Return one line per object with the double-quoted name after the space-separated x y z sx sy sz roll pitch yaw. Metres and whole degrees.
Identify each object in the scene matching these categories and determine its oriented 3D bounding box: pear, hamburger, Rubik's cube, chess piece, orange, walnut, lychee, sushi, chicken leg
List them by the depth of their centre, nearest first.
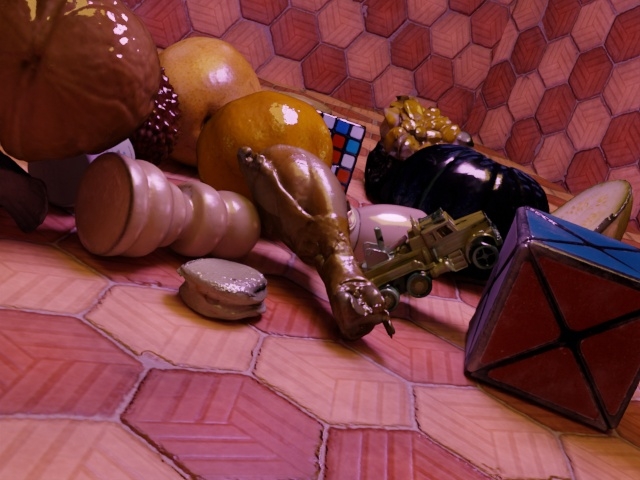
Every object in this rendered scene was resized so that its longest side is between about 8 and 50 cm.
-0.390 -0.262 1.197 0.333 0.332 0.333 18 17 -6 "walnut"
-0.143 0.070 1.204 0.133 0.062 0.140 28 21 28 "hamburger"
-0.230 -0.036 1.317 0.300 0.167 0.167 12 18 -47 "chess piece"
0.400 0.115 1.337 0.259 0.254 0.260 22 17 3 "Rubik's cube"
0.000 0.000 1.339 0.429 0.153 0.201 62 0 38 "chicken leg"
-0.404 -0.267 1.595 0.268 0.267 0.267 18 17 -6 "lychee"
-0.108 -0.158 1.601 0.279 0.279 0.235 6 57 -38 "orange"
-0.268 -0.310 1.841 0.315 0.314 0.314 18 17 -6 "pear"
-0.021 -0.194 1.864 0.187 0.184 0.182 16 -4 -10 "Rubik's cube"
0.295 -0.221 2.208 0.329 0.285 0.328 20 17 -5 "sushi"

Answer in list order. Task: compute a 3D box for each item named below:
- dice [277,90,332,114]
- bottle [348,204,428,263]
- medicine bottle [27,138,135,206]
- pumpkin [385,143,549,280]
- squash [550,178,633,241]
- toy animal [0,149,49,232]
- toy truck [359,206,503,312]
-0.072 -0.316 2.280 0.166 0.169 0.169 22 18 8 "dice"
0.082 -0.008 1.555 0.237 0.147 0.147 11 19 -16 "bottle"
-0.413 -0.134 1.404 0.135 0.135 0.168 22 17 6 "medicine bottle"
0.329 -0.067 1.805 0.364 0.266 0.363 18 12 -4 "pumpkin"
0.565 -0.011 1.818 0.210 0.308 0.233 18 17 -6 "squash"
-0.546 -0.105 1.188 0.299 0.122 0.185 15 17 -18 "toy animal"
0.185 0.015 1.424 0.260 0.135 0.128 -21 14 10 "toy truck"
